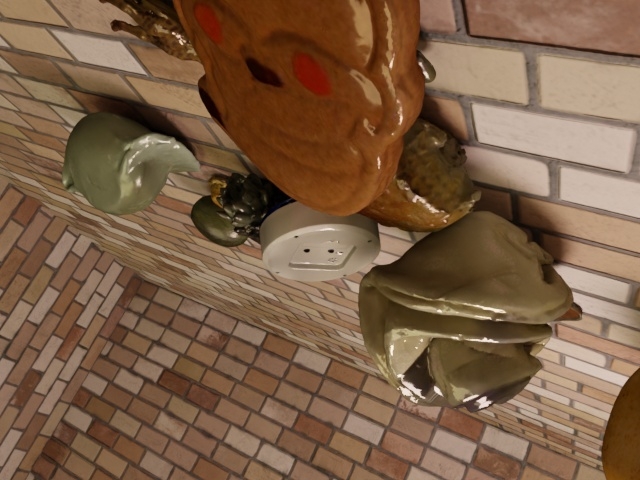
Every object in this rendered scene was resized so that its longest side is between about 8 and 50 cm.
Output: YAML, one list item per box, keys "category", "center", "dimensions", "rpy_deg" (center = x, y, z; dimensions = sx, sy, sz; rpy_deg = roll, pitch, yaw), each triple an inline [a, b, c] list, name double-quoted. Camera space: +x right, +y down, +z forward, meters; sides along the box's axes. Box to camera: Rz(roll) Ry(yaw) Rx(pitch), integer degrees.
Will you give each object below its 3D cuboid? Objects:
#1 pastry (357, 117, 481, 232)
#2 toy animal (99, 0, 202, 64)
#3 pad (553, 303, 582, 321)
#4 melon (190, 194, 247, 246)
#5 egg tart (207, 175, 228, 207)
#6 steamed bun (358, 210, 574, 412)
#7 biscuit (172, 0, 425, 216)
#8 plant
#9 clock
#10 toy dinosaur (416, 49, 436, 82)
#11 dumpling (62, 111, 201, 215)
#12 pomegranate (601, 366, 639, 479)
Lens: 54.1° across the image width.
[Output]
- category: "pastry"
  center: [0.090, -0.106, 0.889]
  dimensions: [0.257, 0.121, 0.236]
  rpy_deg: [34, 166, -27]
- category: "toy animal"
  center: [-0.194, -0.280, 0.911]
  dimensions: [0.275, 0.054, 0.149]
  rpy_deg: [28, 165, -5]
- category: "pad"
  center: [0.336, 0.091, 1.266]
  dimensions: [0.286, 0.018, 0.284]
  rpy_deg: [32, 163, -12]
- category: "melon"
  center: [-0.238, -0.045, 1.542]
  dimensions: [0.167, 0.114, 0.114]
  rpy_deg: [30, 163, -9]
- category: "egg tart"
  center: [-0.210, -0.102, 1.453]
  dimensions: [0.129, 0.049, 0.129]
  rpy_deg: [23, 162, 8]
- category: "steamed bun"
  center: [0.239, 0.151, 1.006]
  dimensions: [0.347, 0.237, 0.394]
  rpy_deg: [-5, 146, -5]
- category: "biscuit"
  center: [-0.040, -0.199, 0.669]
  dimensions: [0.350, 0.078, 0.455]
  rpy_deg: [33, 152, 25]
- category: "plant"
  center: [-0.118, -0.062, 1.304]
  dimensions: [0.132, 0.129, 0.194]
  rpy_deg: [11, 160, 36]
- category: "clock"
  center: [0.000, 0.000, 1.205]
  dimensions: [0.230, 0.083, 0.230]
  rpy_deg: [-7, 149, -4]
- category: "toy dinosaur"
  center: [0.001, -0.225, 0.733]
  dimensions: [0.294, 0.077, 0.162]
  rpy_deg: [8, 151, 45]
- category: "dumpling"
  center: [-0.429, -0.151, 1.366]
  dimensions: [0.321, 0.212, 0.270]
  rpy_deg: [28, 169, 35]
- category: "pomegranate"
  center: [0.655, 0.361, 0.998]
  dimensions: [0.417, 0.416, 0.416]
  rpy_deg: [24, 163, 8]
